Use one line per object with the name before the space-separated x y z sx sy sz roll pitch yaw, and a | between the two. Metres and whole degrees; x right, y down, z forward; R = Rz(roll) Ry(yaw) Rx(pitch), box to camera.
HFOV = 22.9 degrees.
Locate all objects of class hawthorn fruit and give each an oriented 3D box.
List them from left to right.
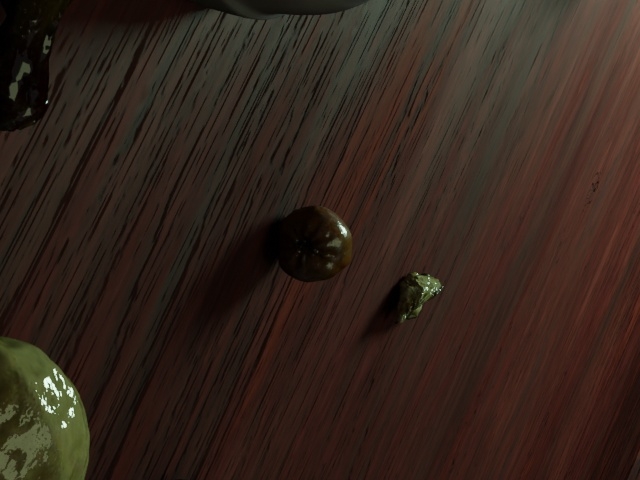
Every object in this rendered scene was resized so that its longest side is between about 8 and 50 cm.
hawthorn fruit | 0.000 0.000 1.336 0.103 0.066 0.067 -32 139 -74

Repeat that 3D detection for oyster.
oyster | 0.092 0.062 1.645 0.081 0.038 0.083 -47 176 -23

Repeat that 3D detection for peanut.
peanut | -0.198 0.131 0.927 0.140 0.109 0.159 -36 139 -5

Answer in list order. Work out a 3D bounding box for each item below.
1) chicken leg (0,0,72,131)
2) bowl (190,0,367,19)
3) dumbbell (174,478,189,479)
chicken leg | -0.161 -0.199 0.794 0.177 0.083 0.322 -51 151 -19
bowl | 0.017 -0.273 1.034 0.287 0.143 0.287 -49 151 -41
dumbbell | -0.099 0.314 1.269 0.225 0.140 0.124 -66 -167 -8
